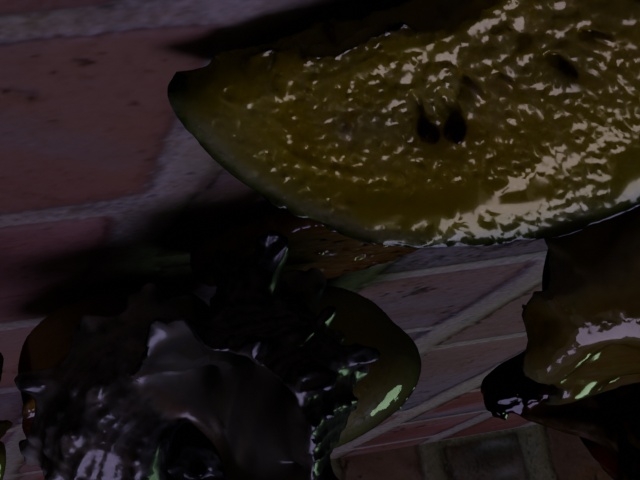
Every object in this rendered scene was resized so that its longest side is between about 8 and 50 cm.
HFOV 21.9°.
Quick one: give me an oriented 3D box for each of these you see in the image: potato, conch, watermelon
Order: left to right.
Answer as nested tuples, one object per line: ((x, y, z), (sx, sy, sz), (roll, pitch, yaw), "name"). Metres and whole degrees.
((-0.089, 0.105, 1.150), (0.240, 0.186, 0.313), (12, 155, -30), "conch")
((-0.015, 0.127, 1.404), (0.194, 0.157, 0.157), (-48, 176, -15), "potato")
((0.090, -0.077, 0.762), (0.301, 0.123, 0.129), (-17, 145, 16), "watermelon")

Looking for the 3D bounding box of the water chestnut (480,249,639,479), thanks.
((0.270, 0.069, 1.246), (0.244, 0.289, 0.289), (24, 161, -8), "water chestnut")

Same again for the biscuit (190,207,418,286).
((0.000, -0.001, 1.175), (0.187, 0.027, 0.188), (-11, 167, -3), "biscuit")

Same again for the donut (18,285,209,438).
((-0.154, 0.099, 1.296), (0.184, 0.073, 0.166), (-5, 140, -30), "donut")

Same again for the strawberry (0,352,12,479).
((-0.372, 0.142, 1.020), (0.343, 0.292, 0.292), (4, 172, 16), "strawberry")

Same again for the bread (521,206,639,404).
((0.238, -0.024, 0.872), (0.252, 0.238, 0.196), (-8, 138, 19), "bread")
